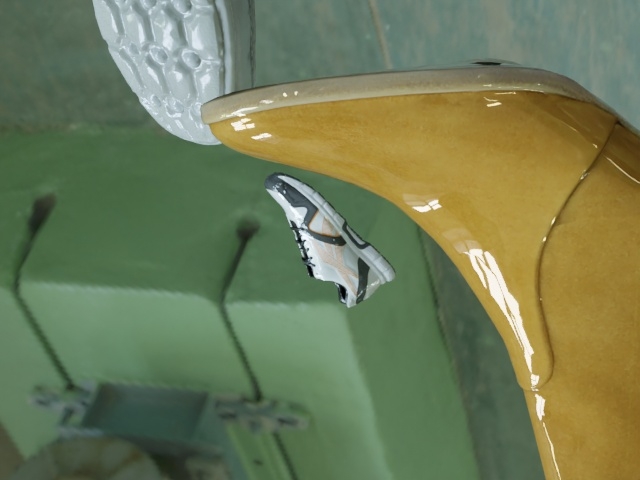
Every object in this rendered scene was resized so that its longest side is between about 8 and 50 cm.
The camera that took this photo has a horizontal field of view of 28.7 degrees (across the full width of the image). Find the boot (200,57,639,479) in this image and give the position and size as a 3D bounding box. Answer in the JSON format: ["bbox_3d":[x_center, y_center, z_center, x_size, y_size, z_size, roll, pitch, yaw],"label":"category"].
[{"bbox_3d":[0.098,0.027,0.544,0.295,0.104,0.211,-1,100,0],"label":"boot"}]

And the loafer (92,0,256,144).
[{"bbox_3d":[-0.082,-0.207,0.747,0.112,0.111,0.319,16,132,27],"label":"loafer"}]

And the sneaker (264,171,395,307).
[{"bbox_3d":[0.000,0.000,0.818,0.109,0.044,0.040,45,177,-12],"label":"sneaker"}]
